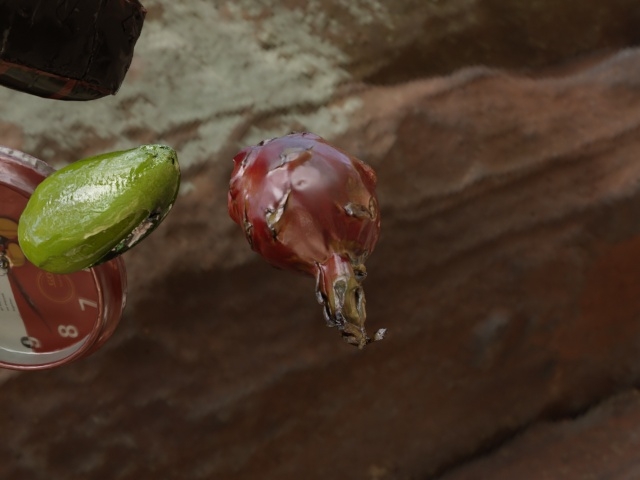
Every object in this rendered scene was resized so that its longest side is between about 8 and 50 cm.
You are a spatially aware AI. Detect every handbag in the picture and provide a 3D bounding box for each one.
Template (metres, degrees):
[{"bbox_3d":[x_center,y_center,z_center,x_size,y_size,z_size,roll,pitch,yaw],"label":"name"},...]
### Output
[{"bbox_3d":[-0.288,-0.225,1.399,0.215,0.169,0.155,14,-78,-51],"label":"handbag"}]

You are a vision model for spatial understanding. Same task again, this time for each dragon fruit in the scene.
[{"bbox_3d":[0.000,0.000,1.303,0.125,0.246,0.125,-40,-45,21],"label":"dragon fruit"}]

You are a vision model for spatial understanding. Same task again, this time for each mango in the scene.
[{"bbox_3d":[-0.178,-0.030,1.195,0.165,0.091,0.074,-32,-49,33],"label":"mango"}]

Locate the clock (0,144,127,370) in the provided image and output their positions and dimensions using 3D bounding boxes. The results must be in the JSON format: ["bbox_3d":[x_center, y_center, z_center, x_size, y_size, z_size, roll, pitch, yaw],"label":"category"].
[{"bbox_3d":[-0.381,0.022,1.824,0.080,0.319,0.318,-62,-17,-51],"label":"clock"}]
